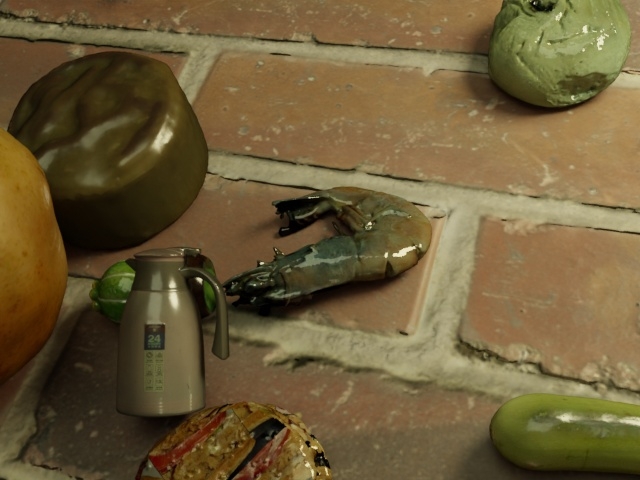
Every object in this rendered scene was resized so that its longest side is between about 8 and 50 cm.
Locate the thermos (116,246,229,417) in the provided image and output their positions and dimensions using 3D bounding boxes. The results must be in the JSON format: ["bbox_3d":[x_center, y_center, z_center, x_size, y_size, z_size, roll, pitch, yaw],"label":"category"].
[{"bbox_3d":[-0.173,0.104,0.937,0.137,0.105,0.193,0,88,17],"label":"thermos"}]

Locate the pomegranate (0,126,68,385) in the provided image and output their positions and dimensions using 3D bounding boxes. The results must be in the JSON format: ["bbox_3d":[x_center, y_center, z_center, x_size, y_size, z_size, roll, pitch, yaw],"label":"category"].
[{"bbox_3d":[-0.514,0.011,0.953,0.416,0.417,0.417,-6,56,9],"label":"pomegranate"}]

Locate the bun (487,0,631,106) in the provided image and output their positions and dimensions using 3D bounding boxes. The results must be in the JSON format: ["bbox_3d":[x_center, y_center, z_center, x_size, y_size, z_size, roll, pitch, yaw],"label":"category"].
[{"bbox_3d":[0.343,-0.296,1.141,0.221,0.108,0.221,-5,56,8],"label":"bun"}]

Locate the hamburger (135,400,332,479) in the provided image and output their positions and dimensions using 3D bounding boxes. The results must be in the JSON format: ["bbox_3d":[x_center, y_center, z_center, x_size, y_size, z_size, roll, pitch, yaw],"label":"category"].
[{"bbox_3d":[-0.098,0.275,0.862,0.231,0.107,0.231,-6,63,12],"label":"hamburger"}]

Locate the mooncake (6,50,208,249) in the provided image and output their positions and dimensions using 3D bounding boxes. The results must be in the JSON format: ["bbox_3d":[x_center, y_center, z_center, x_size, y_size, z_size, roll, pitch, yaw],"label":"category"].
[{"bbox_3d":[-0.314,-0.140,1.156,0.284,0.155,0.284,-7,56,10],"label":"mooncake"}]

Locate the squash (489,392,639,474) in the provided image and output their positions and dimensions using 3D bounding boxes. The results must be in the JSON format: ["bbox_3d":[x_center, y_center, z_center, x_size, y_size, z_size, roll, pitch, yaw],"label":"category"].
[{"bbox_3d":[0.305,0.211,0.832,0.250,0.083,0.083,6,58,12],"label":"squash"}]

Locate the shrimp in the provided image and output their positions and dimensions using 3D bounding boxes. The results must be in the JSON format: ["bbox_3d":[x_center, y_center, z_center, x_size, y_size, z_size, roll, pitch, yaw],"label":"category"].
[{"bbox_3d":[-0.001,-0.006,1.050,0.289,0.075,0.178,-19,47,1],"label":"shrimp"}]

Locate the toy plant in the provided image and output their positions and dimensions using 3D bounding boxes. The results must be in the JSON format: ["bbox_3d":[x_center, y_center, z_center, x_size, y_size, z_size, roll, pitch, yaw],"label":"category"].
[{"bbox_3d":[-0.221,0.066,1.034,0.162,0.093,0.093,-5,56,9],"label":"toy plant"}]
